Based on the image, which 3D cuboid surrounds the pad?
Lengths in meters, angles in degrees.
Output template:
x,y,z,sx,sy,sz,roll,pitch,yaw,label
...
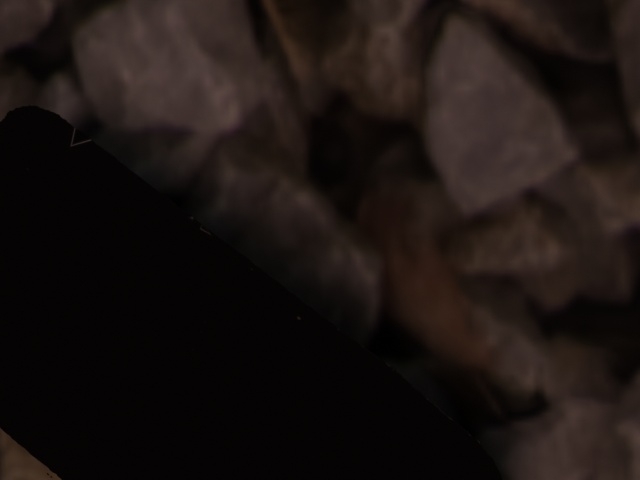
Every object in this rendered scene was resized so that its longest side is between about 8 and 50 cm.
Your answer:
x,y,z,sx,sy,sz,roll,pitch,yaw,label
-0.009,0.003,0.704,0.250,0.055,0.323,38,111,14,pad
